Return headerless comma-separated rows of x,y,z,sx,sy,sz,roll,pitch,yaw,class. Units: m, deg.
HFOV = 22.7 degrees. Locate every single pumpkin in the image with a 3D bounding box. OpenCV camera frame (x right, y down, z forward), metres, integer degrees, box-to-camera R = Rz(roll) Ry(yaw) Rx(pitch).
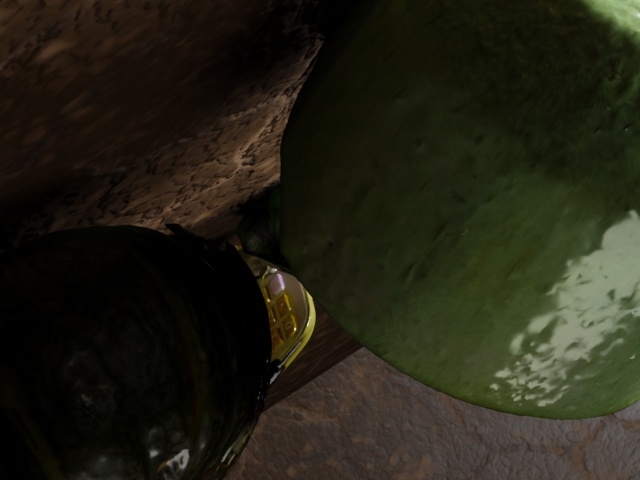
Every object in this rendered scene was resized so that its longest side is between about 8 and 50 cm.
-0.183,0.117,1.016,0.320,0.192,0.320,-31,173,-4,pumpkin

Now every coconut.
0.120,-0.041,0.944,0.328,0.281,0.328,-40,164,-14,coconut

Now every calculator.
-0.086,0.107,1.528,0.033,0.157,0.236,34,114,-33,calculator

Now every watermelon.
-0.003,0.005,1.311,0.063,0.119,0.245,-46,170,9,watermelon

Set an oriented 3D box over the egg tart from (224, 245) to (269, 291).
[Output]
-0.143,0.104,1.425,0.279,0.095,0.279,-35,176,-3,egg tart
